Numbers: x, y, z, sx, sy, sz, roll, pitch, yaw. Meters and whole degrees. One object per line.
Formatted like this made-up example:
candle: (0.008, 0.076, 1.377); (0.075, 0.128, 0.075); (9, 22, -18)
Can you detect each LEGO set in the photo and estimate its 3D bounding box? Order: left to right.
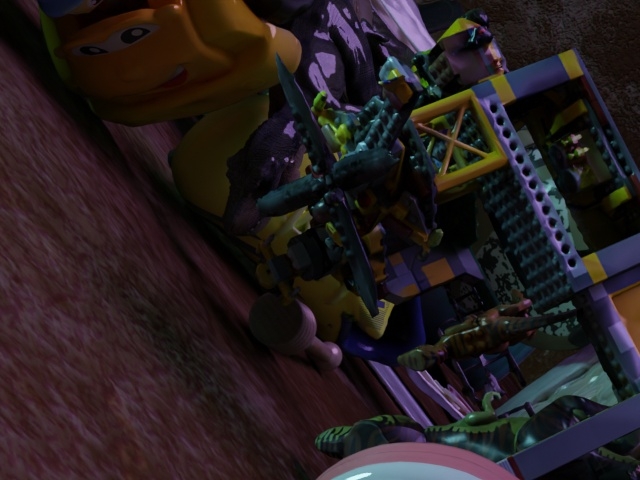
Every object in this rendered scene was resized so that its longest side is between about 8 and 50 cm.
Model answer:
LEGO set: (0.050, 0.081, 0.702); (0.331, 0.192, 0.255); (68, -24, 2)

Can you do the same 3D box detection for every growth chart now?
growth chart: (0.110, 0.135, 1.327); (0.237, 0.021, 0.172); (44, -1, -9)

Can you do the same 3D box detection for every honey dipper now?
honey dipper: (-0.010, 0.055, 0.911); (0.030, 0.030, 0.160); (55, 1, 14)

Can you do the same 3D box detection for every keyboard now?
keyboard: (0.045, 0.097, 1.258); (0.256, 0.014, 0.072); (54, 0, -8)

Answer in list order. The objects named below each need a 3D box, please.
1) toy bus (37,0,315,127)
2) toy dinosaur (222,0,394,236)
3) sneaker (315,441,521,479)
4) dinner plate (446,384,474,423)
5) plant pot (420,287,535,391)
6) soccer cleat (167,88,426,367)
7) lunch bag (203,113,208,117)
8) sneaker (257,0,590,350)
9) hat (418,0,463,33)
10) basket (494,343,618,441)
toy bus: (-0.119, -0.177, 0.778); (0.211, 0.149, 0.220); (3, 75, -57)
toy dinosaur: (0.011, -0.102, 0.896); (0.118, 0.064, 0.268); (45, 43, -42)
sneaker: (0.084, 0.203, 0.448); (0.314, 0.116, 0.136); (48, 14, 5)
dinner plate: (0.161, 0.202, 1.584); (0.141, 0.017, 0.141); (53, 4, -6)
plant pot: (0.148, -0.020, 1.740); (0.255, 0.271, 0.271); (38, 6, -5)
soccer cleat: (0.001, -0.001, 0.988); (0.121, 0.093, 0.289); (53, 3, 28)
lunch bag: (-0.106, -0.211, 1.367); (0.303, 0.115, 0.243); (52, 7, -9)
sneaker: (0.034, -0.069, 1.127); (0.410, 0.158, 0.182); (47, 34, 20)
hat: (-0.004, -0.191, 1.727); (0.331, 0.331, 0.133); (-106, -163, -76)
basket: (0.297, 0.207, 1.015); (0.328, 0.331, 0.266); (53, 7, -8)
